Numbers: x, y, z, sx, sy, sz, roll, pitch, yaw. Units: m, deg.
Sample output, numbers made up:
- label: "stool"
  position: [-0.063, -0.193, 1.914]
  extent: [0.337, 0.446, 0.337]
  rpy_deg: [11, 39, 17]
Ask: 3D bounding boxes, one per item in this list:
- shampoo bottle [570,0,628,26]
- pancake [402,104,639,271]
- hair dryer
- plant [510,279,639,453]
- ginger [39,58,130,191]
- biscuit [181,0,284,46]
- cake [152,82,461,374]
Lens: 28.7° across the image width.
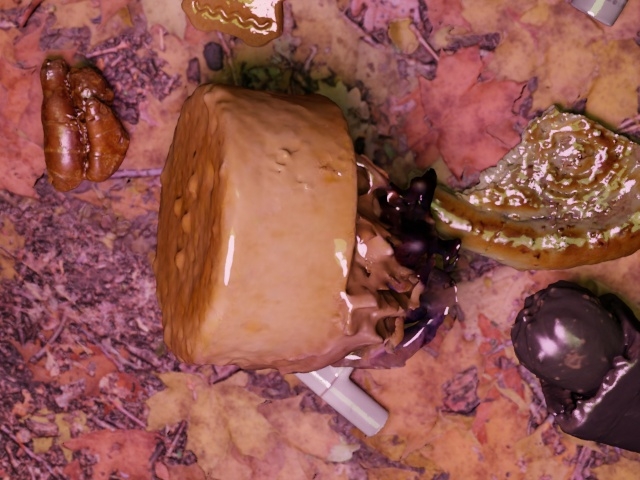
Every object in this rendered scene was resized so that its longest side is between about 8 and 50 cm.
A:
- label: "shampoo bottle"
  position: [0.347, -0.331, 1.369]
  extent: [0.056, 0.056, 0.195]
  rpy_deg: [30, 105, 0]
- label: "pancake"
  position: [0.277, -0.058, 1.450]
  extent: [0.377, 0.054, 0.197]
  rpy_deg: [-8, 102, 9]
- label: "hair dryer"
  position: [0.061, 0.130, 1.537]
  extent: [0.155, 0.044, 0.183]
  rpy_deg: [41, 103, -6]
- label: "plant"
  position: [0.328, 0.153, 1.445]
  extent: [0.256, 0.164, 0.142]
  rpy_deg: [38, 106, -14]
- label: "ginger"
  position: [-0.285, -0.139, 1.497]
  extent: [0.103, 0.073, 0.162]
  rpy_deg: [-4, 103, 8]
- label: "biscuit"
  position: [-0.082, -0.341, 1.438]
  extent: [0.166, 0.036, 0.225]
  rpy_deg: [19, 106, 4]
- label: "cake"
  position: [-0.002, -0.005, 1.394]
  extent: [0.321, 0.332, 0.332]
  rpy_deg: [6, 107, -21]
